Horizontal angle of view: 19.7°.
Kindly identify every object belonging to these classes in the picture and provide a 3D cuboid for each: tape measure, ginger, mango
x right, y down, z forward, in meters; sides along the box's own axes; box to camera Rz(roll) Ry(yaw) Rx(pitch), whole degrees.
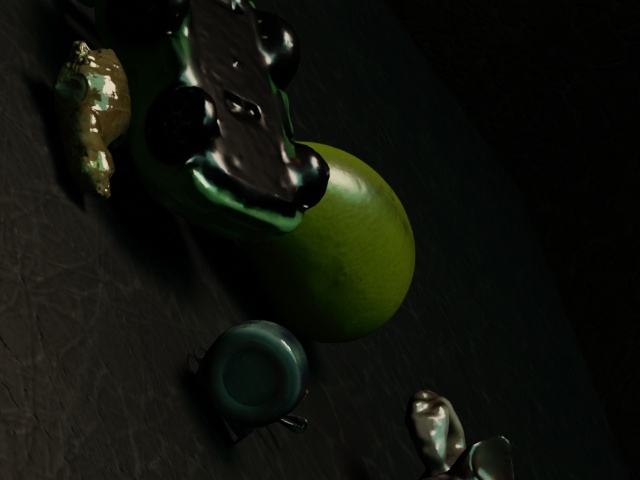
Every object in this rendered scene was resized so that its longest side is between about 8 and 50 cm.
[{"bbox_3d":[-0.045,0.126,1.758,0.104,0.107,0.180,60,16,14],"label":"tape measure"},{"bbox_3d":[-0.213,-0.105,1.732,0.096,0.067,0.165,57,25,-59],"label":"ginger"},{"bbox_3d":[0.008,-0.002,2.020,0.149,0.185,0.273,44,-17,49],"label":"mango"}]

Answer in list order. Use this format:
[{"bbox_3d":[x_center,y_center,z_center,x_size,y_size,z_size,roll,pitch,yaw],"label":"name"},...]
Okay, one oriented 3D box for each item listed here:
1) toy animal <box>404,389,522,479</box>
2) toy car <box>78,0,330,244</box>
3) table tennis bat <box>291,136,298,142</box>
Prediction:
[{"bbox_3d":[0.136,0.303,1.905,0.344,0.194,0.302,8,59,-77],"label":"toy animal"},{"bbox_3d":[-0.134,-0.155,1.877,0.213,0.176,0.358,22,47,-49],"label":"toy car"},{"bbox_3d":[-0.108,-0.196,2.389,0.301,0.022,0.173,46,19,-44],"label":"table tennis bat"}]
